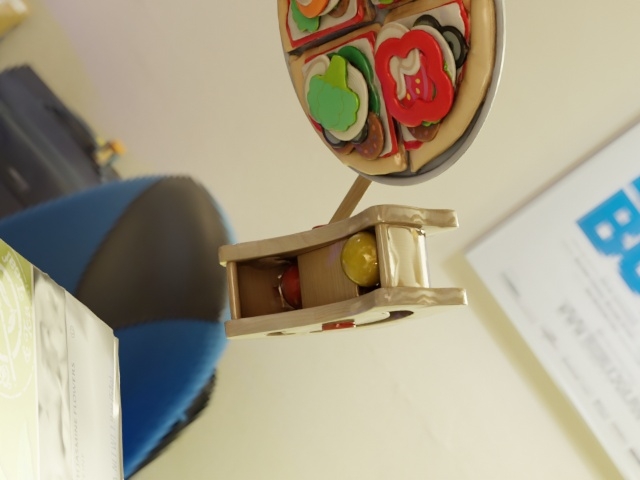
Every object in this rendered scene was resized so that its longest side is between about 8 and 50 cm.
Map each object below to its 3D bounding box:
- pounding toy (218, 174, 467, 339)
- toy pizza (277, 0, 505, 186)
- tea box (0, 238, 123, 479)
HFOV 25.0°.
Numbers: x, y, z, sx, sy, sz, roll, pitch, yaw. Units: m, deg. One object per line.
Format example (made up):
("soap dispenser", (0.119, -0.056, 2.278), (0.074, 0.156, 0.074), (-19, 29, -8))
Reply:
("pounding toy", (0.000, 0.000, 1.196), (0.154, 0.269, 0.155), (-1, 80, -27))
("toy pizza", (0.029, -0.130, 0.844), (0.032, 0.201, 0.201), (-13, 64, -36))
("tea box", (-0.277, 0.112, 0.538), (0.323, 0.329, 0.220), (57, 25, -67))
